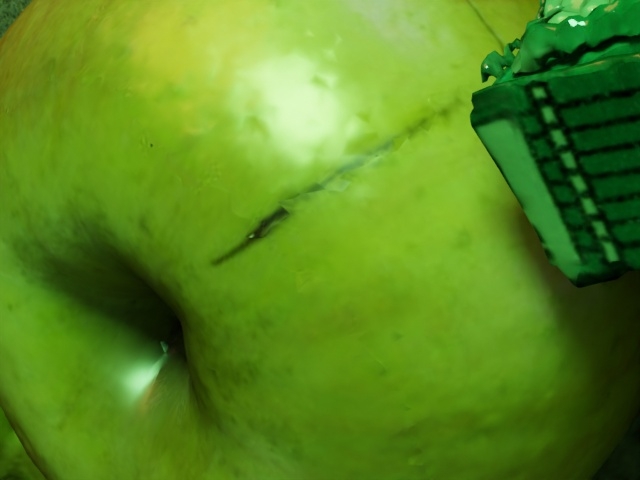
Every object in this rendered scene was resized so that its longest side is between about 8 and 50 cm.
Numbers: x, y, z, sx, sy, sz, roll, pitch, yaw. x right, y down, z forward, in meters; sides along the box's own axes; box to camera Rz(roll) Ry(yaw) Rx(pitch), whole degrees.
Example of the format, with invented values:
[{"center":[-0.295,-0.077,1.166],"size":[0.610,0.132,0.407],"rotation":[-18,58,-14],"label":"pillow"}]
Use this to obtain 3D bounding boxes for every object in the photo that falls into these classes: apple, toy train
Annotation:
[{"center":[0.000,0.000,0.523],"size":[0.286,0.286,0.233],"rotation":[-15,7,44],"label":"apple"},{"center":[0.156,-0.052,0.424],"size":[0.115,0.154,0.269],"rotation":[-18,23,46],"label":"toy train"}]

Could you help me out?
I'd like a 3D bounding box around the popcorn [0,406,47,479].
[{"center":[-0.211,0.083,0.817],"size":[0.206,0.251,0.237],"rotation":[-50,47,21],"label":"popcorn"}]
